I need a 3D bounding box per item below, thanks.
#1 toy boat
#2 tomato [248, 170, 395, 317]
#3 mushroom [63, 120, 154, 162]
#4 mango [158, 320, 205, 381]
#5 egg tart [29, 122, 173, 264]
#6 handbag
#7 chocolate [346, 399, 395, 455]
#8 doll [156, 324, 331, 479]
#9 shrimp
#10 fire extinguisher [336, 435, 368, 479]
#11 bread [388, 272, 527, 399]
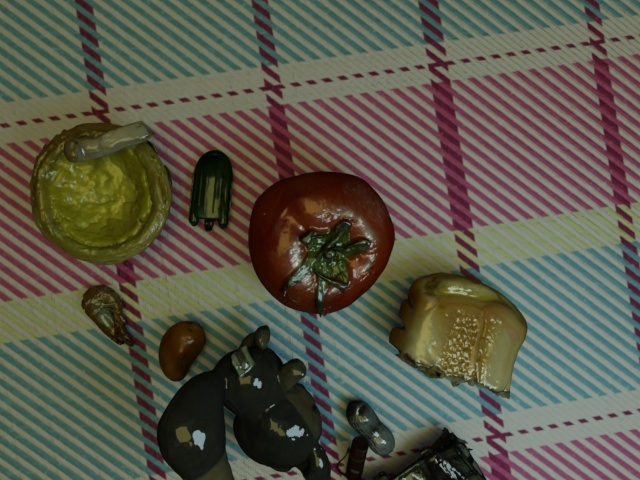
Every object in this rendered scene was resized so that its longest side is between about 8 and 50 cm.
[{"bbox_3d":[-0.277,-0.127,1.237,0.104,0.052,0.210,4,88,0],"label":"toy boat"},{"bbox_3d":[0.000,0.000,1.146,0.341,0.273,0.342,-2,102,-11],"label":"tomato"},{"bbox_3d":[-0.481,-0.226,1.105,0.202,0.054,0.059,-18,86,-10],"label":"mushroom"},{"bbox_3d":[-0.355,0.275,1.214,0.105,0.084,0.159,27,88,3],"label":"mango"},{"bbox_3d":[-0.520,-0.114,1.183,0.345,0.132,0.346,0,89,-2],"label":"egg tart"},{"bbox_3d":[0.286,0.684,1.198,0.325,0.162,0.327,-31,94,-5],"label":"handbag"},{"bbox_3d":[0.126,0.476,1.242,0.072,0.072,0.167,-41,94,-2],"label":"chocolate"},{"bbox_3d":[-0.168,0.436,1.117,0.378,0.252,0.383,-29,95,-32],"label":"doll"},{"bbox_3d":[-0.531,0.195,1.226,0.091,0.043,0.184,-31,90,-6],"label":"shrimp"},{"bbox_3d":[0.083,0.566,1.236,0.078,0.045,0.157,15,120,14],"label":"fire extinguisher"},{"bbox_3d":[0.330,0.217,1.194,0.315,0.211,0.270,18,79,-6],"label":"bread"}]
